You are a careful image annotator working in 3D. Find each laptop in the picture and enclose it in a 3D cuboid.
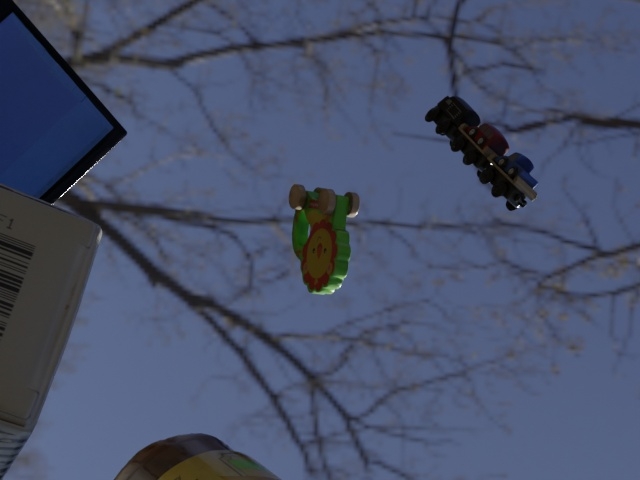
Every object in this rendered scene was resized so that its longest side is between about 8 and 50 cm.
[{"bbox_3d":[-0.284,-0.084,1.066,0.136,0.234,0.264,43,-11,9],"label":"laptop"}]

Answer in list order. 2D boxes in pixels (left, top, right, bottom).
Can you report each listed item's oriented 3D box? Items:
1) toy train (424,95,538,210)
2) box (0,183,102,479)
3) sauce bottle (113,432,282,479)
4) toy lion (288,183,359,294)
[{"bbox_3d":[0.121,-0.068,1.094,0.036,0.027,0.158,-45,-146,8],"label":"toy train"},{"bbox_3d":[-0.196,0.075,0.746,0.275,0.094,0.113,131,-23,-59],"label":"box"},{"bbox_3d":[0.012,0.215,0.762,0.344,0.111,0.111,29,-69,45],"label":"sauce bottle"},{"bbox_3d":[0.000,0.000,1.345,0.100,0.034,0.096,13,-85,63],"label":"toy lion"}]
